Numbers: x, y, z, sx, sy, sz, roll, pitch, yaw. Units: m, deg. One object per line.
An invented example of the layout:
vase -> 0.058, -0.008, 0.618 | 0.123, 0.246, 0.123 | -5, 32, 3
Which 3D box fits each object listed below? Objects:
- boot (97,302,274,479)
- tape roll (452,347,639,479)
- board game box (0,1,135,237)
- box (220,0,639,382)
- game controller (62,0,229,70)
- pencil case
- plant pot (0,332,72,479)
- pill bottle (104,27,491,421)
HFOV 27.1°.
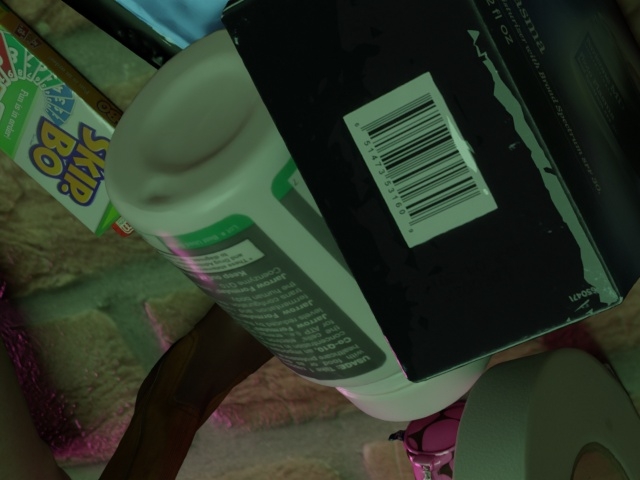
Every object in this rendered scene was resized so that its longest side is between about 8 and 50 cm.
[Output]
boot -> -0.130, 0.158, 1.306 | 0.264, 0.280, 0.096 | -32, 107, 34
tape roll -> 0.236, 0.288, 1.193 | 0.072, 0.392, 0.392 | -18, 115, 28
board game box -> -0.264, -0.112, 1.334 | 0.259, 0.039, 0.124 | 41, 127, -13
box -> 0.125, -0.101, 0.993 | 0.183, 0.294, 0.296 | -25, 95, 31
game controller -> -0.103, -0.218, 1.181 | 0.319, 0.067, 0.166 | 35, 127, -5
pencil case -> 0.149, 0.274, 1.397 | 0.095, 0.098, 0.209 | -10, 119, 25
plant pot -> -0.457, 0.190, 1.453 | 0.334, 0.334, 0.305 | 1, 112, 20
pill bottle -> 0.000, 0.000, 1.147 | 0.204, 0.204, 0.361 | -16, 137, 28
